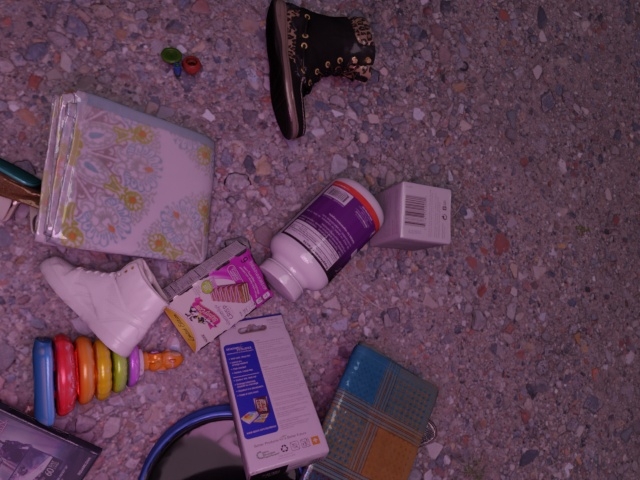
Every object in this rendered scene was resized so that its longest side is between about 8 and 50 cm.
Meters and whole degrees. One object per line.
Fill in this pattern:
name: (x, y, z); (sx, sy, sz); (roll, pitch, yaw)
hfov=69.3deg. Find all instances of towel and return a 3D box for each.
towel: (0.125, 0.467, 1.119); (0.271, 0.040, 0.370); (35, 63, -13)
towel: (-0.406, -0.121, 1.023); (0.374, 0.090, 0.320); (12, 79, -45)

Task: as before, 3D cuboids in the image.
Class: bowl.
bowl: (-0.215, 0.573, 1.032); (0.391, 0.077, 0.391); (2, 74, -8)

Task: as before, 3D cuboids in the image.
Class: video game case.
video game case: (-0.619, 0.442, 0.938); (0.274, 0.026, 0.196); (33, 99, -14)

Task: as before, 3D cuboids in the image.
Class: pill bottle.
pill bottle: (0.000, 0.000, 1.175); (0.323, 0.181, 0.181); (-45, 100, -18)

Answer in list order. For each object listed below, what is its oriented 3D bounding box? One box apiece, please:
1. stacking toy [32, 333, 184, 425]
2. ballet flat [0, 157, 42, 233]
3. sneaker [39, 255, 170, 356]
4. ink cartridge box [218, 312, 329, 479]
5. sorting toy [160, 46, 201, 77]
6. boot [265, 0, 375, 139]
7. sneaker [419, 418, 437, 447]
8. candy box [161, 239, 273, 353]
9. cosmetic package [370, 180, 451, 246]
stacking toy: (-0.448, 0.274, 1.008); (0.302, 0.175, 0.165); (-2, 87, -32)
ballet flat: (-0.618, -0.079, 1.008); (0.342, 0.116, 0.124); (25, 93, -20)
sneaker: (-0.451, 0.091, 0.993); (0.292, 0.108, 0.169); (38, 80, 15)
ink cartridge box: (-0.125, 0.343, 1.076); (0.176, 0.069, 0.371); (-6, 49, -22)
sorting toy: (-0.355, -0.445, 1.176); (0.102, 0.042, 0.061); (19, 62, -5)
boot: (0.006, -0.462, 1.261); (0.284, 0.138, 0.377); (-4, 80, -21)
sneaker: (0.179, 0.499, 1.219); (0.299, 0.112, 0.120); (14, 79, -19)
candy box: (-0.246, 0.131, 1.096); (0.233, 0.071, 0.159); (-36, 123, -19)
cosmetic package: (0.242, -0.059, 1.268); (0.151, 0.184, 0.151); (7, 81, -19)
